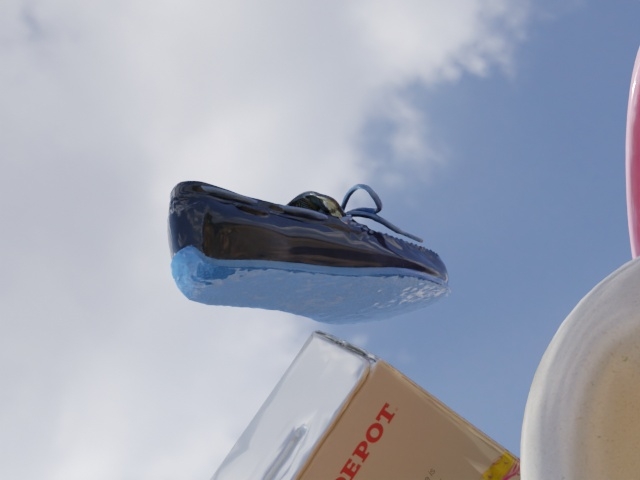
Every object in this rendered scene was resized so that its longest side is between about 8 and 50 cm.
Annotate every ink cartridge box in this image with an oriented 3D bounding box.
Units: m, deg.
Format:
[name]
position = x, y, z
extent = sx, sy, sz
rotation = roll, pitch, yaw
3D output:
[ink cartridge box]
position = 0.066, 0.249, 1.515
extent = 0.306, 0.131, 0.226
rotation = 38, -98, -24

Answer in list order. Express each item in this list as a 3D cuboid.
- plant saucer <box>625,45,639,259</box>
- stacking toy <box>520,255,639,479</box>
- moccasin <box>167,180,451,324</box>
[plant saucer]
position = 0.365, -0.045, 1.770
extent = 0.084, 0.332, 0.332
rotation = -3, -65, -2
[stacking toy]
position = 0.248, 0.237, 1.278
extent = 0.350, 0.351, 0.480
rotation = -30, -16, -25
[moccasin]
position = 0.000, 0.000, 1.777
extent = 0.137, 0.117, 0.342
rotation = -31, -28, 32
